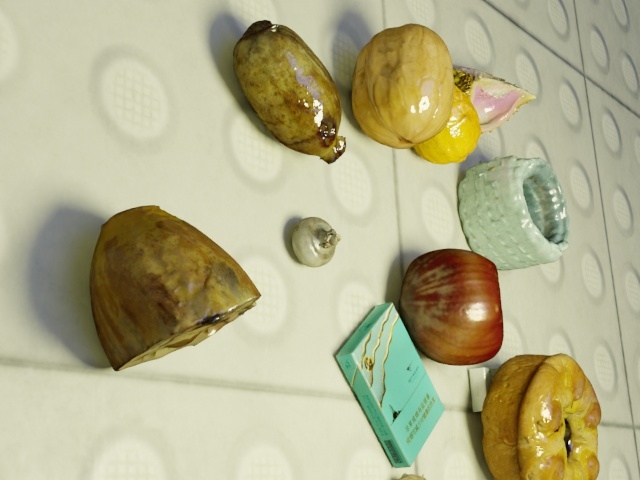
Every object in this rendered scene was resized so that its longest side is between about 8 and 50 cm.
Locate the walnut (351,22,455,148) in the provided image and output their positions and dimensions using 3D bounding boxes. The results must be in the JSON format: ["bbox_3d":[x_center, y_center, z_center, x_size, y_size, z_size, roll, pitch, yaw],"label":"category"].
[{"bbox_3d":[0.147,-0.277,1.638,0.193,0.193,0.225,16,73,-48],"label":"walnut"}]

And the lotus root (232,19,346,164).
[{"bbox_3d":[-0.038,-0.226,1.442,0.260,0.128,0.145,56,31,-24],"label":"lotus root"}]

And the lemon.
[{"bbox_3d":[0.234,-0.229,1.769,0.142,0.142,0.187,-55,131,-45],"label":"lemon"}]

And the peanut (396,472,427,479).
[{"bbox_3d":[0.161,0.485,1.476,0.099,0.099,0.214,2,82,-51],"label":"peanut"}]

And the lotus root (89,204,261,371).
[{"bbox_3d":[-0.185,0.044,1.127,0.199,0.188,0.180,-14,75,-51],"label":"lotus root"}]

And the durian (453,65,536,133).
[{"bbox_3d":[0.350,-0.318,1.960,0.182,0.132,0.165,-33,92,-40],"label":"durian"}]

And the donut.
[{"bbox_3d":[0.433,0.368,1.758,0.299,0.150,0.317,-13,102,-48],"label":"donut"}]

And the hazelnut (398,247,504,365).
[{"bbox_3d":[0.234,0.120,1.640,0.181,0.181,0.212,57,28,-72],"label":"hazelnut"}]

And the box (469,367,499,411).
[{"bbox_3d":[0.351,0.296,1.813,0.154,0.040,0.084,11,70,-49],"label":"box"}]

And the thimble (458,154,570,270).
[{"bbox_3d":[0.405,-0.060,1.902,0.205,0.172,0.250,-46,115,-47],"label":"thimble"}]

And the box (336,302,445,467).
[{"bbox_3d":[0.123,0.242,1.545,0.162,0.041,0.229,-46,114,-49],"label":"box"}]

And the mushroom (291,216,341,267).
[{"bbox_3d":[0.000,0.000,1.446,0.085,0.079,0.085,23,59,-43],"label":"mushroom"}]
